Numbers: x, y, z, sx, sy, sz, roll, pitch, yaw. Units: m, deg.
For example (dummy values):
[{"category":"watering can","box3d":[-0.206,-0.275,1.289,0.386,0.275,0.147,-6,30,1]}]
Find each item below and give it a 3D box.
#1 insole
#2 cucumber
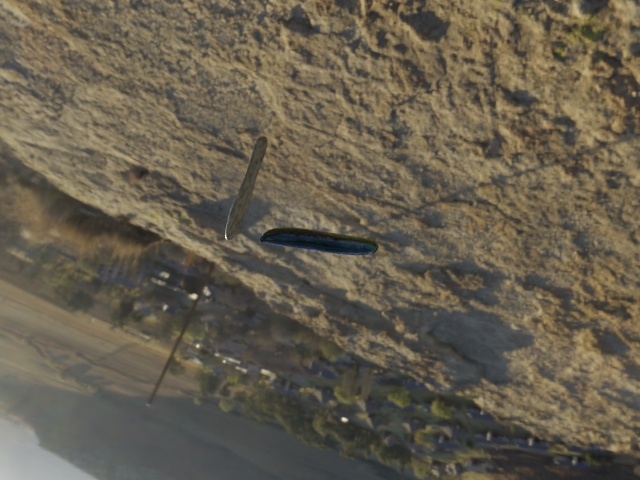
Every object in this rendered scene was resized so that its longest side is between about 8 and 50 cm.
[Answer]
[{"category":"insole","box3d":[-0.130,-0.091,1.009,0.006,0.193,0.065,19,-178,14]},{"category":"cucumber","box3d":[0.000,0.000,0.877,0.185,0.033,0.036,8,155,-7]}]
